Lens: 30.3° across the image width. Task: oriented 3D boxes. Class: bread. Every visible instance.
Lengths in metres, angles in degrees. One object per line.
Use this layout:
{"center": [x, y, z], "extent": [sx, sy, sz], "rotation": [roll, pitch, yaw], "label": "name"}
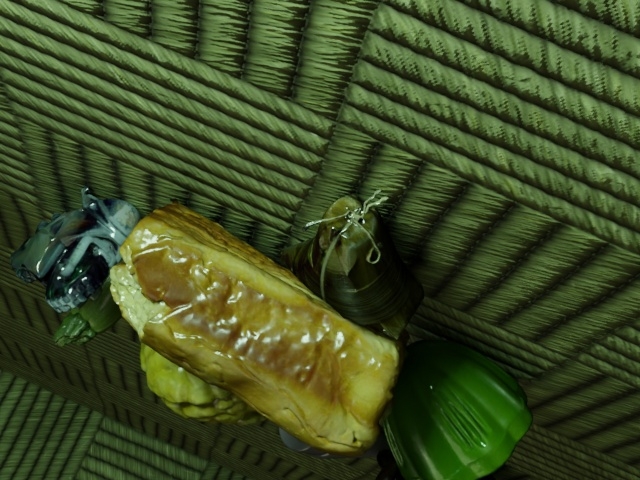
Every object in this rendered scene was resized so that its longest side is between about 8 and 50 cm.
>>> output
{"center": [-0.068, 0.097, 1.281], "extent": [0.344, 0.149, 0.195], "rotation": [29, -170, 3], "label": "bread"}

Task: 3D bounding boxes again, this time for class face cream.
{"center": [0.039, 0.340, 2.063], "extent": [0.154, 0.096, 0.274], "rotation": [5, 168, 37], "label": "face cream"}

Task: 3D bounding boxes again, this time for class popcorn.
{"center": [-0.115, 0.122, 1.471], "extent": [0.203, 0.226, 0.200], "rotation": [54, 169, 35], "label": "popcorn"}

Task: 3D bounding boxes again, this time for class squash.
{"center": [-0.348, 0.114, 1.805], "extent": [0.105, 0.132, 0.105], "rotation": [23, 161, 8], "label": "squash"}

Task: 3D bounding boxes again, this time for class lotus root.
{"center": [0.134, 0.181, 1.399], "extent": [0.186, 0.186, 0.186], "rotation": [21, 162, 7], "label": "lotus root"}

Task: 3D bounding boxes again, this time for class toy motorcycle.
{"center": [-0.304, 0.007, 1.475], "extent": [0.106, 0.159, 0.270], "rotation": [44, 171, -25], "label": "toy motorcycle"}

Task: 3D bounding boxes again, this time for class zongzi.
{"center": [0.000, 0.000, 1.166], "extent": [0.184, 0.084, 0.187], "rotation": [26, 158, 32], "label": "zongzi"}

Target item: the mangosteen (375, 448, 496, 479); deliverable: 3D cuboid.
{"center": [0.187, 0.450, 1.986], "extent": [0.265, 0.228, 0.228], "rotation": [41, 171, 26], "label": "mangosteen"}
